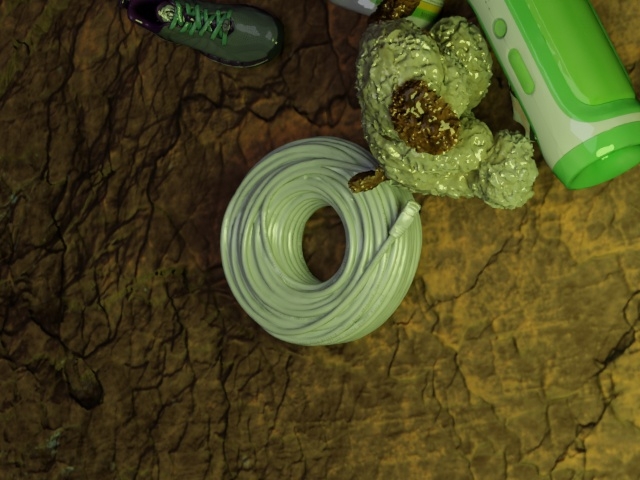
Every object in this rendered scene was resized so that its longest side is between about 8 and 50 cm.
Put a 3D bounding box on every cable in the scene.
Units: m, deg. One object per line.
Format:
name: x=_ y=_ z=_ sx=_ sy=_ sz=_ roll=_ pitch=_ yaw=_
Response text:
cable: x=0.000 y=0.000 z=1.964 sx=0.257 sy=0.089 sz=0.257 roll=31 pitch=105 yaw=30

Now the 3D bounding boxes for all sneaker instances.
sneaker: x=-0.157 y=-0.276 z=2.068 sx=0.223 sy=0.098 sz=0.083 roll=13 pitch=95 yaw=32
sneaker: x=0.234 y=-0.163 z=1.852 sx=0.043 sy=0.040 sz=0.109 roll=-35 pitch=70 yaw=28

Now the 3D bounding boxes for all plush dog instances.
plush dog: x=0.102 y=-0.155 z=1.764 sx=0.210 sy=0.225 sz=0.262 roll=-21 pitch=55 yaw=5

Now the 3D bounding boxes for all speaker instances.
speaker: x=0.260 y=-0.210 z=1.780 sx=0.131 sy=0.131 sz=0.297 roll=-32 pitch=71 yaw=27

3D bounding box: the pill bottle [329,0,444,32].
pill bottle: x=0.108 y=-0.378 z=1.884 sx=0.136 sy=0.136 sz=0.246 roll=24 pitch=100 yaw=31
